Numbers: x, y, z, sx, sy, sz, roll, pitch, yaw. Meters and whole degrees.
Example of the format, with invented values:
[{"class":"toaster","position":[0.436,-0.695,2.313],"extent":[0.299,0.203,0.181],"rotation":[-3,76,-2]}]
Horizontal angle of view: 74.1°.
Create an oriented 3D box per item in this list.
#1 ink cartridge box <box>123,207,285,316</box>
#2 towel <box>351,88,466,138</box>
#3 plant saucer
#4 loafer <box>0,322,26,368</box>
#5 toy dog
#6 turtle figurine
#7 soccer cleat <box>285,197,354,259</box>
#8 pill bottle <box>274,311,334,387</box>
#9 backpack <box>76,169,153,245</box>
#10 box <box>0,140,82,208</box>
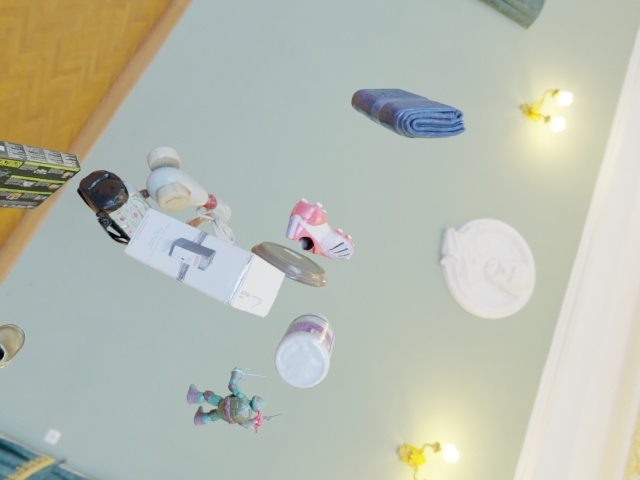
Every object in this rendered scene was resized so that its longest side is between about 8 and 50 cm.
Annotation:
[{"class":"ink cartridge box","position":[-0.191,0.041,0.728],"extent":[0.092,0.218,0.158],"rotation":[-63,160,-9]},{"class":"towel","position":[0.079,-0.123,0.410],"extent":[0.119,0.067,0.029],"rotation":[-124,-147,-55]},{"class":"plant saucer","position":[-0.097,0.072,1.413],"extent":[0.278,0.278,0.041],"rotation":[-107,-137,-79]},{"class":"loafer","position":[-0.813,0.275,1.044],"extent":[0.092,0.101,0.268],"rotation":[-33,-167,5]},{"class":"toy dog","position":[-0.396,-0.106,1.202],"extent":[0.161,0.333,0.220],"rotation":[-24,-134,10]},{"class":"turtle figurine","position":[-0.227,0.430,1.126],"extent":[0.118,0.234,0.175],"rotation":[-4,87,-82]},{"class":"soccer cleat","position":[0.000,0.000,0.923],"extent":[0.095,0.083,0.248],"rotation":[-62,149,-12]},{"class":"pill bottle","position":[-0.041,0.338,1.386],"extent":[0.169,0.169,0.301],"rotation":[-62,178,9]},{"class":"backpack","position":[-0.474,-0.072,1.020],"extent":[0.115,0.152,0.182],"rotation":[-36,148,-12]},{"class":"box","position":[-0.627,-0.127,0.855],"extent":[0.184,0.045,0.191],"rotation":[-31,168,22]}]
